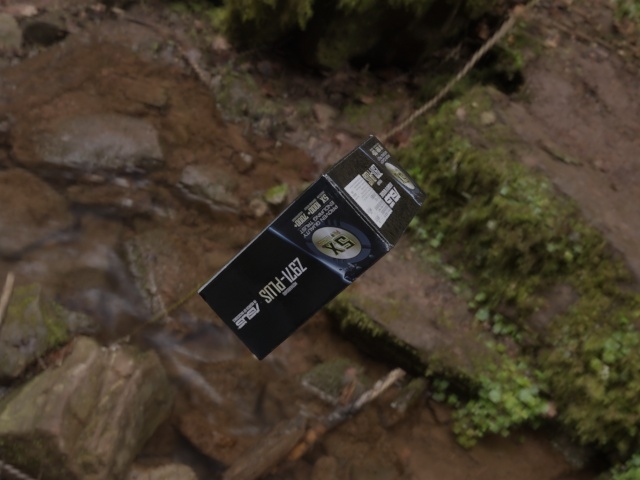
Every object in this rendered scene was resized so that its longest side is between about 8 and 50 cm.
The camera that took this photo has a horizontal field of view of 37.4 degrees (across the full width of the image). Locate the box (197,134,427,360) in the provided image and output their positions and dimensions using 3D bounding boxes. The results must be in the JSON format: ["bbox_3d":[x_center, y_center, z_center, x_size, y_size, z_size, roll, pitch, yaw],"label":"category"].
[{"bbox_3d":[0.000,0.000,0.793,0.077,0.147,0.180,48,21,-2],"label":"box"}]
